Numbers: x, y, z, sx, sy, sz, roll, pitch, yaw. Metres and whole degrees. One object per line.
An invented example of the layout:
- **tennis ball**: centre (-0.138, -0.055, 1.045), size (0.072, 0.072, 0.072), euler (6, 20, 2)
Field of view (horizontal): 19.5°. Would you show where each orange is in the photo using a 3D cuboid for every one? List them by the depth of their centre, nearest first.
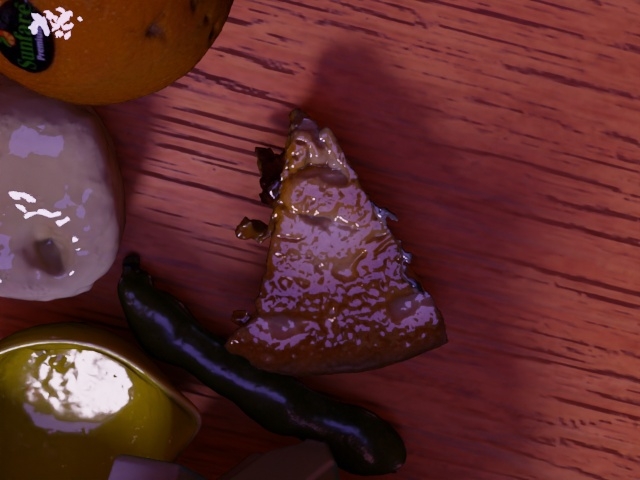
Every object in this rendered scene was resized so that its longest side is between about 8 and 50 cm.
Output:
- **orange**: centre (-0.144, -0.182, 1.151), size (0.206, 0.206, 0.206), euler (1, 113, 2)

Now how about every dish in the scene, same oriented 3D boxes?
- **dish**: centre (-0.186, 0.115, 1.338), size (0.207, 0.080, 0.149), euler (0, 118, 2)

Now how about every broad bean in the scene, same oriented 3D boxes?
- **broad bean**: centre (-0.046, 0.100, 1.344), size (0.256, 0.052, 0.053), euler (34, 69, -8)

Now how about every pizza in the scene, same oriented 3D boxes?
- **pizza**: centre (0.001, -0.001, 1.288), size (0.154, 0.069, 0.194), euler (-7, 106, 6)

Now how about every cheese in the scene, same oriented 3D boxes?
- **cheese**: centre (-0.261, -0.043, 1.268), size (0.263, 0.093, 0.159), euler (9, 114, -2)

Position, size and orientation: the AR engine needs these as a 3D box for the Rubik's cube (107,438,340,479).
- **Rubik's cube**: centre (-0.057, 0.246, 1.279), size (0.265, 0.224, 0.213), euler (8, 117, 43)
